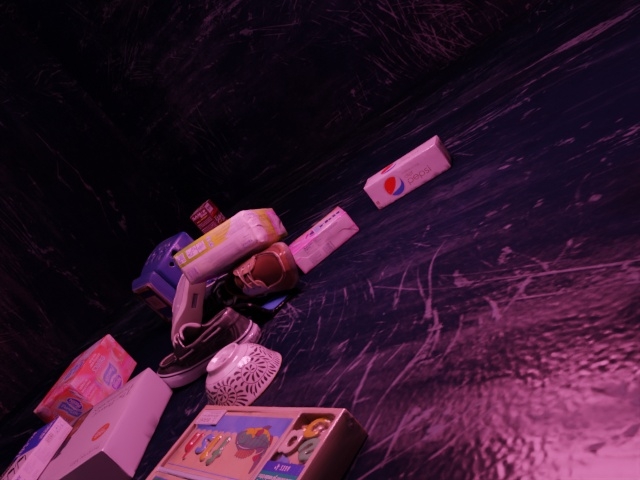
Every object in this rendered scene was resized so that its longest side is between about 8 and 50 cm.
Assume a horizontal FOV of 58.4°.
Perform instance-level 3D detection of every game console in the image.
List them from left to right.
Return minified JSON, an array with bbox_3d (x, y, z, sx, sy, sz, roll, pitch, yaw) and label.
[{"bbox_3d":[-0.144,0.146,1.387,0.122,0.107,0.071,-17,55,58],"label":"game console"}]

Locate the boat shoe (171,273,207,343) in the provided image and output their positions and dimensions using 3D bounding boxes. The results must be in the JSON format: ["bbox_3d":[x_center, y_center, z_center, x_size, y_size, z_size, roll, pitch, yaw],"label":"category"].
[{"bbox_3d":[-0.385,0.193,1.648,0.081,0.079,0.228,5,81,52],"label":"boat shoe"}]

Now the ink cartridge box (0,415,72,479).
[{"bbox_3d":[-0.631,0.483,1.236,0.097,0.046,0.207,-33,17,20],"label":"ink cartridge box"}]

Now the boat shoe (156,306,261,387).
[{"bbox_3d":[-0.283,0.239,1.341,0.335,0.119,0.121,-31,17,29],"label":"boat shoe"}]

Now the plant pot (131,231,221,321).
[{"bbox_3d":[-0.490,0.140,1.955,0.236,0.236,0.212,-20,30,51],"label":"plant pot"}]

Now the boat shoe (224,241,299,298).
[{"bbox_3d":[-0.154,0.092,1.433,0.116,0.123,0.324,-22,-5,-29],"label":"boat shoe"}]

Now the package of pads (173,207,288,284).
[{"bbox_3d":[-0.222,0.009,1.525,0.229,0.101,0.296,-32,-2,12],"label":"package of pads"}]

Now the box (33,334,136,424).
[{"bbox_3d":[-0.689,0.433,1.711,0.154,0.142,0.300,-37,15,10],"label":"box"}]

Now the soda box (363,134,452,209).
[{"bbox_3d":[0.217,-0.168,1.428,0.216,0.074,0.069,-31,16,28],"label":"soda box"}]

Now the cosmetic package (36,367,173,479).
[{"bbox_3d":[-0.528,0.482,1.271,0.377,0.097,0.284,-36,18,14],"label":"cosmetic package"}]

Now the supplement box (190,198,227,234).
[{"bbox_3d":[-0.370,-0.029,2.128,0.073,0.239,0.130,-37,15,10],"label":"supplement box"}]

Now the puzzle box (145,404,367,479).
[{"bbox_3d":[-0.143,0.351,0.794,0.409,0.052,0.272,-21,24,51],"label":"puzzle box"}]

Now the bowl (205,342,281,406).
[{"bbox_3d":[-0.164,0.249,1.097,0.170,0.080,0.170,-35,15,11],"label":"bowl"}]

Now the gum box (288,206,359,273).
[{"bbox_3d":[0.000,0.000,1.480,0.188,0.062,0.107,-39,14,0],"label":"gum box"}]

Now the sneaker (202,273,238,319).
[{"bbox_3d":[-0.326,0.181,1.693,0.226,0.086,0.163,-40,13,-4],"label":"sneaker"}]
